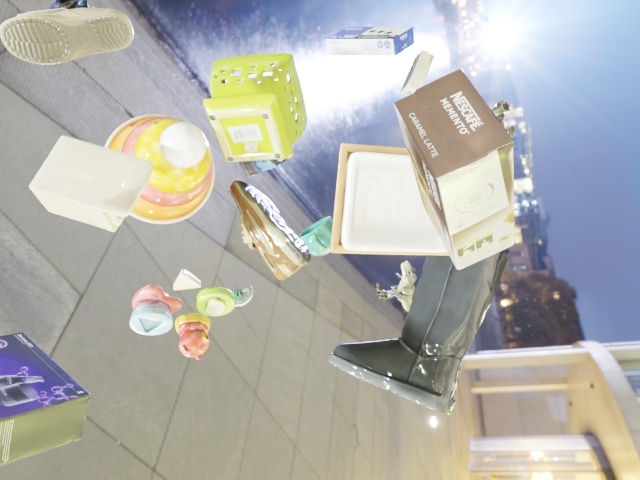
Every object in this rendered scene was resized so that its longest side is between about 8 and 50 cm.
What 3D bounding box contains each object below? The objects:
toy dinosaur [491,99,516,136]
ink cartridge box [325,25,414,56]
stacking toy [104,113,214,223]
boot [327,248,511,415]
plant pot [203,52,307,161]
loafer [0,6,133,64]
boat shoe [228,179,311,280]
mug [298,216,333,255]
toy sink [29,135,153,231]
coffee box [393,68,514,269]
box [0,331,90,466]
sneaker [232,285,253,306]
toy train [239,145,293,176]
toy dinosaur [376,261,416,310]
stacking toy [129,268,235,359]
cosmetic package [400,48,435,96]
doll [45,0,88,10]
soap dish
[{"bbox_3d":[0.447,-0.315,1.526,0.121,0.313,0.160,65,-21,-1],"label":"toy dinosaur"},{"bbox_3d":[0.124,-0.505,1.352,0.097,0.207,0.046,-42,133,-35],"label":"ink cartridge box"},{"bbox_3d":[-0.416,-0.238,1.524,0.350,0.480,0.351,2,86,-28],"label":"stacking toy"},{"bbox_3d":[0.247,0.172,1.388,0.146,0.367,0.445,33,75,-52],"label":"boot"},{"bbox_3d":[-0.174,-0.339,1.420,0.227,0.228,0.207,75,19,-46],"label":"plant pot"},{"bbox_3d":[-0.525,-0.435,1.123,0.092,0.268,0.102,-101,-172,-56],"label":"loafer"},{"bbox_3d":[-0.161,-0.029,1.441,0.324,0.120,0.122,51,16,26],"label":"boat shoe"},{"bbox_3d":[-0.003,0.000,1.809,0.158,0.129,0.097,-43,104,-41],"label":"mug"},{"bbox_3d":[-0.514,-0.122,1.250,0.131,0.234,0.153,98,9,-64],"label":"toy sink"},{"bbox_3d":[0.190,-0.085,0.732,0.246,0.098,0.141,56,10,-57],"label":"coffee box"},{"bbox_3d":[-0.569,0.274,0.951,0.184,0.261,0.103,1,108,-55],"label":"box"},{"bbox_3d":[-0.330,0.217,1.996,0.065,0.166,0.076,65,11,27],"label":"sneaker"},{"bbox_3d":[-0.172,-0.269,1.724,0.080,0.184,0.105,61,39,-25],"label":"toy train"},{"bbox_3d":[0.230,0.155,1.587,0.268,0.118,0.064,72,22,-55],"label":"toy dinosaur"},{"bbox_3d":[-0.432,0.250,1.710,0.309,0.279,0.130,34,33,-39],"label":"stacking toy"},{"bbox_3d":[0.260,-0.444,1.428,0.115,0.041,0.060,-67,-170,-6],"label":"cosmetic package"},{"bbox_3d":[-0.630,-0.574,1.335,0.189,0.046,0.129,-59,161,-18],"label":"doll"},{"bbox_3d":[0.161,-0.087,1.163,0.118,0.290,0.229,-146,-121,-70],"label":"soap dish"}]
